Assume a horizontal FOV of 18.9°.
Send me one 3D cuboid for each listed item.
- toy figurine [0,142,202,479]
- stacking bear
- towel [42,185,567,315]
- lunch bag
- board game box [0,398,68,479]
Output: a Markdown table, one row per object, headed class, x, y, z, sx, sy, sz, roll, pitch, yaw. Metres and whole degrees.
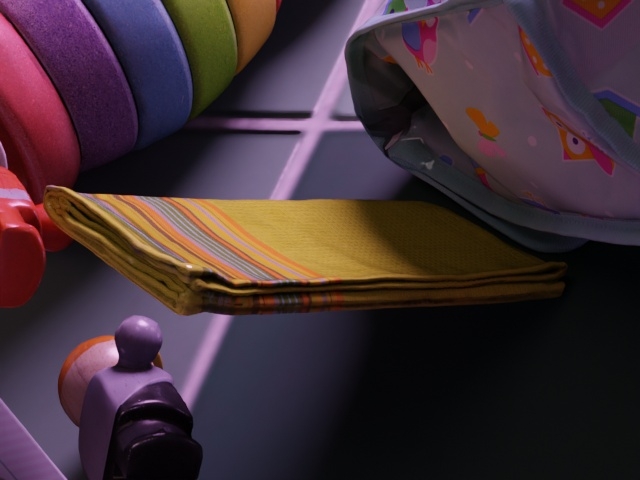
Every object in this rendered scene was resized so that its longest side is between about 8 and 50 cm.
| class | x | y | z | sx | sy | sz | roll | pitch | yaw |
| --- | --- | --- | --- | --- | --- | --- | --- | --- | --- |
| toy figurine | -0.177 | 0.072 | 0.855 | 0.213 | 0.209 | 0.148 | -39 | 29 | -2 |
| stacking bear | -0.092 | -0.152 | 1.064 | 0.289 | 0.175 | 0.164 | -38 | 61 | -22 |
| towel | 0.000 | 0.000 | 0.838 | 0.102 | 0.237 | 0.021 | 34 | 113 | 40 |
| lunch bag | 0.143 | -0.114 | 0.889 | 0.223 | 0.160 | 0.262 | -43 | 11 | -14 |
| board game box | -0.149 | 0.194 | 0.650 | 0.097 | 0.303 | 0.224 | 11 | 56 | 34 |
